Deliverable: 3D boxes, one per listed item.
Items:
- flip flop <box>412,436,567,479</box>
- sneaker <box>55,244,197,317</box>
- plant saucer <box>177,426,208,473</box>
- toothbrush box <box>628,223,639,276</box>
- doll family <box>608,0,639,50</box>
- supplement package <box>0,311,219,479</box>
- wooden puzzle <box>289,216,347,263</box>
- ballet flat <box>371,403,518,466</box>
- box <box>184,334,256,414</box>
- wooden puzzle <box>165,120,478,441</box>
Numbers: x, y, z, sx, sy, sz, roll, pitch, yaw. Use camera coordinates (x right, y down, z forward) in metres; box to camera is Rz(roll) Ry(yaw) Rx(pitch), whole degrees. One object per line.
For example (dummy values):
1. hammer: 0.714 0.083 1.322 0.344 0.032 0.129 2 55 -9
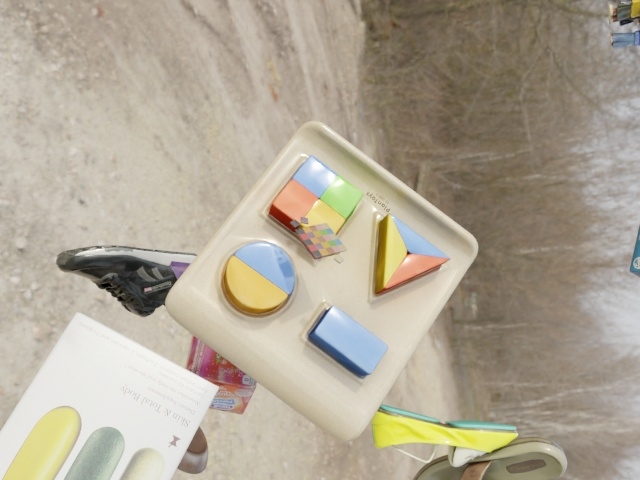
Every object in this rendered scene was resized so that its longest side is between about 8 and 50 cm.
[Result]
1. flip flop: 0.263 0.398 1.117 0.112 0.277 0.080 51 28 -28
2. sneaker: -0.339 0.077 1.259 0.283 0.107 0.124 8 80 -48
3. plant saucer: -0.337 0.470 1.673 0.198 0.036 0.198 44 11 -11
4. toothbrush box: 0.725 0.037 1.175 0.216 0.295 0.126 22 79 -35
5. doll family: 0.590 -0.415 1.271 0.193 0.111 0.076 36 53 -63
6. supplement package: -0.286 0.266 0.870 0.263 0.199 0.198 -63 -173 -23
7. wooden puzzle: 0.000 0.000 0.861 0.083 0.049 0.006 54 -42 30
8. ballet flat: 0.190 0.310 1.079 0.077 0.230 0.077 124 -24 -80
9. box: -0.165 0.161 1.237 0.128 0.122 0.257 114 -14 -53
10. wooden puzzle: 0.013 0.047 0.951 0.348 0.322 0.080 -54 -178 -13
